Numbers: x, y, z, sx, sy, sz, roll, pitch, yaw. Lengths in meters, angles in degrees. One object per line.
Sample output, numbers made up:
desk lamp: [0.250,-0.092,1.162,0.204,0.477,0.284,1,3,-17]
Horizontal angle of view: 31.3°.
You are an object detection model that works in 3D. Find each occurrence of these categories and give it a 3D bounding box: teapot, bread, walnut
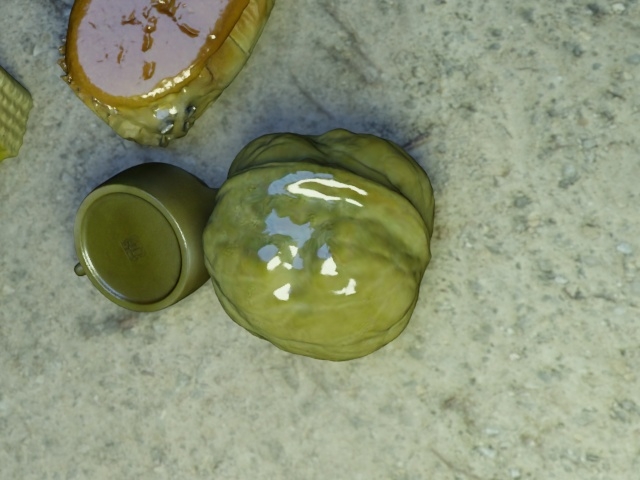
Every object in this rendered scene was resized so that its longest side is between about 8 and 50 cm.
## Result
teapot: [-0.218,-0.012,1.536,0.267,0.175,0.186,-22,97,31]
bread: [-0.209,-0.328,1.605,0.236,0.183,0.389,25,83,18]
walnut: [0.000,-0.001,1.416,0.276,0.282,0.253,9,118,5]

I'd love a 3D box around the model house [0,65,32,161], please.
model house: [-0.527,-0.179,1.650,0.234,0.193,0.175,-45,68,-3]
